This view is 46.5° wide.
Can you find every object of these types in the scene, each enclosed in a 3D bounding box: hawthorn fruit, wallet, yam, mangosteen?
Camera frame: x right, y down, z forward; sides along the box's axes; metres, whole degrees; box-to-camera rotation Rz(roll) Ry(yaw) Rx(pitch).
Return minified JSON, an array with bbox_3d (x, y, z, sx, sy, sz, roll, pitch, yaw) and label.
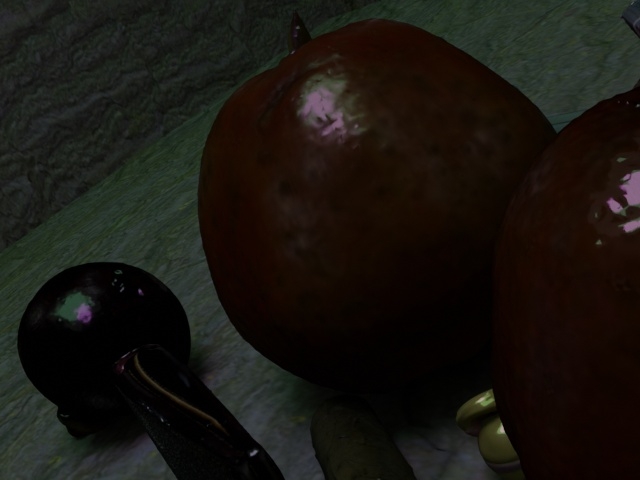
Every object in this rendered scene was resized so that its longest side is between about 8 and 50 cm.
[{"bbox_3d":[0.055,-0.059,0.796,0.403,0.402,0.402,-24,23,11],"label":"hawthorn fruit"},{"bbox_3d":[-0.061,0.201,0.593,0.071,0.220,0.262,-33,21,-21],"label":"wallet"},{"bbox_3d":[0.059,0.230,0.578,0.083,0.083,0.371,-31,22,-5],"label":"yam"},{"bbox_3d":[-0.299,0.157,1.011,0.265,0.228,0.228,-63,13,20],"label":"mangosteen"},{"bbox_3d":[0.238,0.055,0.451,0.295,0.311,0.295,-2,25,1],"label":"hawthorn fruit"}]

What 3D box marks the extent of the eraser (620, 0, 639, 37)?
[{"bbox_3d":[0.338,-0.219,0.691,0.096,0.052,0.225,-38,3,26],"label":"eraser"}]

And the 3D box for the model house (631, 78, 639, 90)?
[{"bbox_3d":[0.408,-0.121,0.682,0.266,0.261,0.321,-12,21,40],"label":"model house"}]

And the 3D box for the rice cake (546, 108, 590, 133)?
[{"bbox_3d":[0.343,-0.160,1.121,0.222,0.042,0.080,-9,32,41],"label":"rice cake"}]

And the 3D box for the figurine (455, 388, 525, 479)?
[{"bbox_3d":[0.206,0.145,0.599,0.188,0.083,0.083,-12,26,15],"label":"figurine"}]

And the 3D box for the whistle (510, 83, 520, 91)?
[{"bbox_3d":[0.222,-0.157,1.125,0.274,0.093,0.186,41,113,53],"label":"whistle"}]
